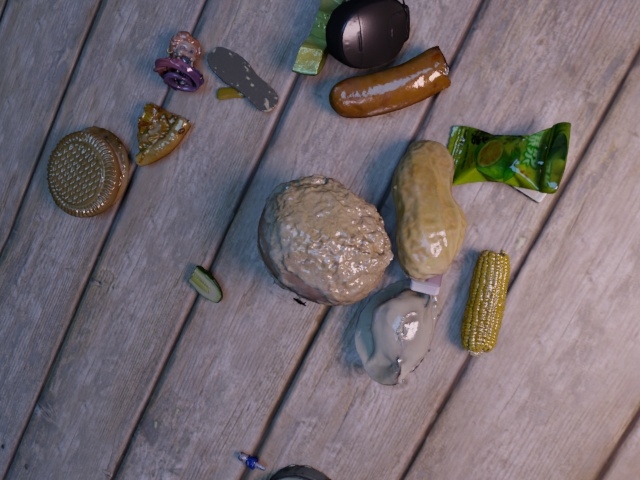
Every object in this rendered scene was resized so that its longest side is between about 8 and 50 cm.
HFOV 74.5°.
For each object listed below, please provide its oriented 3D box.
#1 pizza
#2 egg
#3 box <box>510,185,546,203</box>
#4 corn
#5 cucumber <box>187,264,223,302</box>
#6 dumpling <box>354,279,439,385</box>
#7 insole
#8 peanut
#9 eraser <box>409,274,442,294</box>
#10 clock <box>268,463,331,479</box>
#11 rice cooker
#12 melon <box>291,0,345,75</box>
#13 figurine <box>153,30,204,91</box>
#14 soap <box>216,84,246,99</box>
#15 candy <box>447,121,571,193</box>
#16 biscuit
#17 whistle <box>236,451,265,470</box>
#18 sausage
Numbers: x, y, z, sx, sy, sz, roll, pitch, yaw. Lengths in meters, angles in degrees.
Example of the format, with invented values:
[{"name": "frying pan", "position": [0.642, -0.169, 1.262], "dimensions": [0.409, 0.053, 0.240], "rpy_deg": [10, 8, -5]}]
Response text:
[{"name": "pizza", "position": [-0.437, -0.302, 1.130], "dimensions": [0.182, 0.062, 0.161], "rpy_deg": [-23, 78, 16]}, {"name": "egg", "position": [0.000, 0.000, 0.908], "dimensions": [0.310, 0.279, 0.279], "rpy_deg": [35, 99, 17]}, {"name": "box", "position": [0.448, -0.124, 0.902], "dimensions": [0.083, 0.024, 0.054], "rpy_deg": [37, 97, 14]}, {"name": "corn", "position": [0.352, 0.134, 0.900], "dimensions": [0.080, 0.080, 0.238], "rpy_deg": [10, 94, 15]}, {"name": "cucumber", "position": [-0.291, 0.116, 1.100], "dimensions": [0.107, 0.035, 0.067], "rpy_deg": [42, 118, 11]}, {"name": "dumpling", "position": [0.158, 0.189, 0.933], "dimensions": [0.173, 0.142, 0.247], "rpy_deg": [17, 75, 42]}, {"name": "insole", "position": [-0.201, -0.417, 1.082], "dimensions": [0.081, 0.011, 0.248], "rpy_deg": [-44, 76, -3]}, {"name": "peanut", "position": [0.223, -0.072, 0.891], "dimensions": [0.149, 0.149, 0.313], "rpy_deg": [-7, 70, 15]}, {"name": "eraser", "position": [0.235, 0.070, 0.922], "dimensions": [0.065, 0.105, 0.026], "rpy_deg": [12, 132, 17]}, {"name": "clock", "position": [-0.046, 0.669, 1.023], "dimensions": [0.226, 0.049, 0.225], "rpy_deg": [0, 90, 14]}, {"name": "rice cooker", "position": [0.105, -0.459, 0.922], "dimensions": [0.203, 0.142, 0.118], "rpy_deg": [-28, 43, -24]}, {"name": "melon", "position": [0.003, -0.484, 0.983], "dimensions": [0.064, 0.118, 0.209], "rpy_deg": [24, 108, 1]}, {"name": "figurine", "position": [-0.363, -0.461, 1.094], "dimensions": [0.114, 0.126, 0.156], "rpy_deg": [-44, 45, 51]}, {"name": "soap", "position": [-0.231, -0.386, 1.096], "dimensions": [0.089, 0.012, 0.034], "rpy_deg": [-2, 86, 15]}, {"name": "candy", "position": [0.383, -0.176, 0.890], "dimensions": [0.247, 0.069, 0.148], "rpy_deg": [11, 85, 33]}, {"name": "biscuit", "position": [-0.648, -0.192, 1.177], "dimensions": [0.259, 0.079, 0.259], "rpy_deg": [0, 90, 17]}, {"name": "whistle", "position": [-0.176, 0.564, 1.070], "dimensions": [0.083, 0.029, 0.033], "rpy_deg": [18, 131, 20]}, {"name": "sausage", "position": [0.152, -0.342, 0.948], "dimensions": [0.271, 0.109, 0.108], "rpy_deg": [-13, 86, 15]}]
